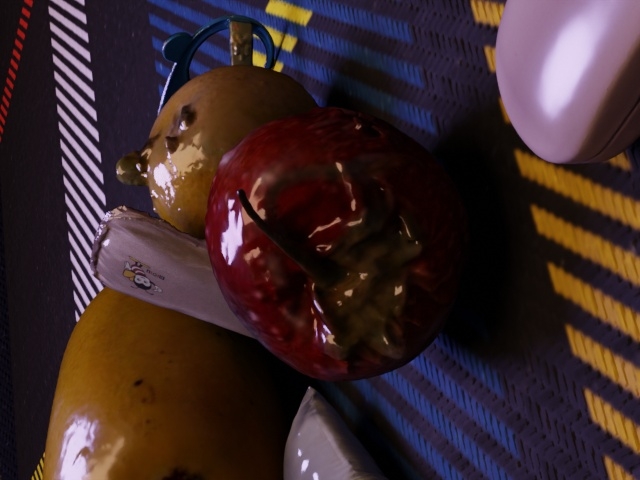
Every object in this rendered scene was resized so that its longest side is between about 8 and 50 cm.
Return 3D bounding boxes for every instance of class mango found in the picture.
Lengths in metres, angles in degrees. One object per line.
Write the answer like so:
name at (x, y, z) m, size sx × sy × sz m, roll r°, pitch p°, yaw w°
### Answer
mango at (-0.155, 0.188, 1.118) m, size 0.445 × 0.232 × 0.300 m, roll -117°, pitch 29°, yaw -64°

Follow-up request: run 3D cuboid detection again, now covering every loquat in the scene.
loquat at (-0.077, -0.066, 0.984) m, size 0.149 × 0.205 × 0.172 m, roll -89°, pitch -1°, yaw -65°

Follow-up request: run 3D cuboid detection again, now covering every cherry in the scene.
cherry at (0.000, 0.000, 0.809) m, size 0.175 × 0.192 × 0.250 m, roll -55°, pitch 17°, yaw -12°

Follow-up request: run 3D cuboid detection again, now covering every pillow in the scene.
pillow at (0.034, 0.229, 0.850) m, size 0.254 × 0.078 × 0.144 m, roll -135°, pitch 50°, yaw -60°
pillow at (-0.085, 0.040, 0.968) m, size 0.130 × 0.233 × 0.038 m, roll 114°, pitch 175°, yaw -55°

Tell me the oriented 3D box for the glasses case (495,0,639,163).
glasses case at (0.170, -0.160, 0.550) m, size 0.296 × 0.075 × 0.113 m, roll 116°, pitch 146°, yaw -46°

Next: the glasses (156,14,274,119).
glasses at (-0.074, -0.090, 1.144) m, size 0.207 × 0.102 × 0.239 m, roll 43°, pitch 133°, yaw 24°
